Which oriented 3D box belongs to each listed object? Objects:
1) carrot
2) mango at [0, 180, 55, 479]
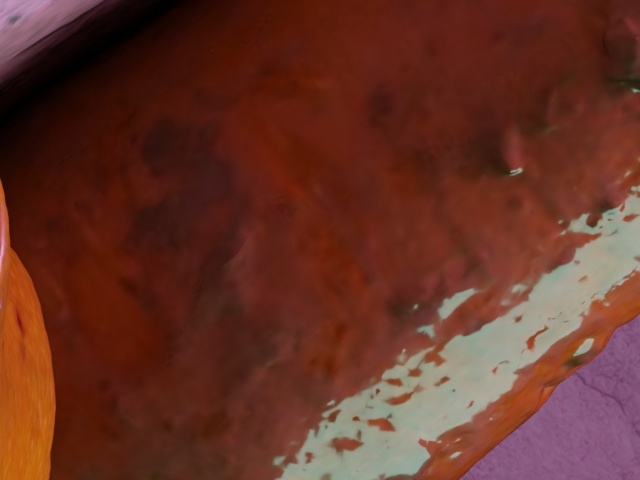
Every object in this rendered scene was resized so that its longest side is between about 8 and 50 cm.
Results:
[{"bbox_3d":[0.000,0.000,0.735,0.341,0.224,0.224,-34,-179,12],"label":"carrot"},{"bbox_3d":[-0.151,0.058,0.477,0.187,0.144,0.359,-47,178,-13],"label":"mango"}]
